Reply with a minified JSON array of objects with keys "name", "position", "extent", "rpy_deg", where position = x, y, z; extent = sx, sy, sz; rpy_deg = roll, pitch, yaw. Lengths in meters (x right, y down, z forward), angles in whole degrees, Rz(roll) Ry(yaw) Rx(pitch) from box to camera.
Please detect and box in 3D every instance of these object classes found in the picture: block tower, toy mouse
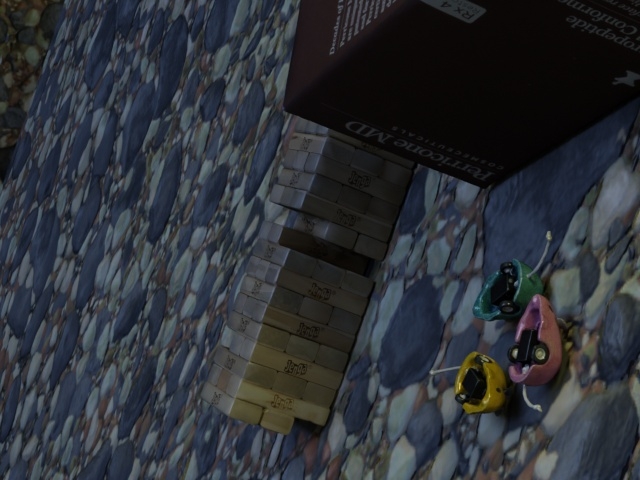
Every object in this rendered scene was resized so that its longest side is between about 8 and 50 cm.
[{"name":"block tower","position":[0.000,0.000,1.644],"extent":[0.097,0.091,0.335],"rpy_deg":[18,88,69]},{"name":"toy mouse","position":[0.142,0.062,1.317],"extent":[0.143,0.031,0.161],"rpy_deg":[-67,21,10]}]

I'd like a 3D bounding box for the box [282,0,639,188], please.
[{"name":"box","position":[0.143,-0.184,1.312],"extent":[0.381,0.191,0.143],"rpy_deg":[-34,41,58]}]
